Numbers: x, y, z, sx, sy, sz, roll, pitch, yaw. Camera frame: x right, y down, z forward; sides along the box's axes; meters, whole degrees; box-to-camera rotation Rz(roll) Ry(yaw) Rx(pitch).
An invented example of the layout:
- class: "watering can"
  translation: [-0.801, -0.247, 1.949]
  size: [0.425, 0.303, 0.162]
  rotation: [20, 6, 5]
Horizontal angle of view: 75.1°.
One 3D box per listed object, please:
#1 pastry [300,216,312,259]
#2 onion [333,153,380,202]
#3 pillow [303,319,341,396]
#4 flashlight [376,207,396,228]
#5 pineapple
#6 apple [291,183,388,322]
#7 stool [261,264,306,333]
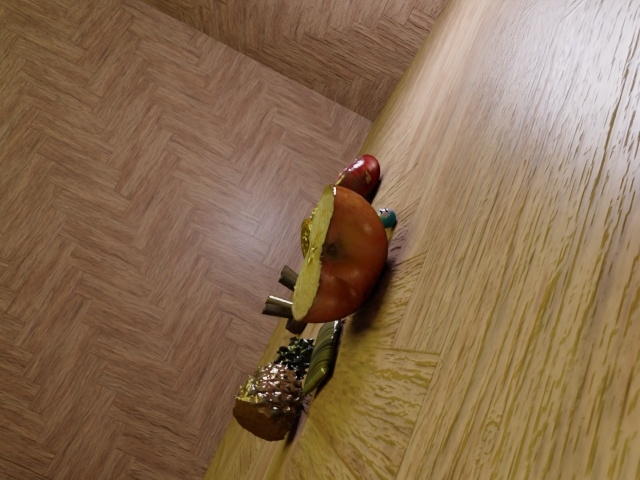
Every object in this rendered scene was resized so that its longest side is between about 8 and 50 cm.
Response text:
- class: "pastry"
  translation: [0.000, 0.000, 1.826]
  size: [0.235, 0.132, 0.240]
  rotation: [-150, 54, -67]
- class: "onion"
  translation: [0.135, -0.218, 1.602]
  size: [0.248, 0.161, 0.248]
  rotation: [-53, 12, 17]
- class: "pillow"
  translation: [0.009, 0.257, 0.972]
  size: [0.113, 0.038, 0.203]
  rotation: [-57, 8, 37]
- class: "flashlight"
  translation: [0.156, -0.054, 1.029]
  size: [0.051, 0.051, 0.129]
  rotation: [-63, -1, 4]
- class: "pineapple"
  translation: [-0.086, 0.341, 1.030]
  size: [0.278, 0.158, 0.157]
  rotation: [-50, -7, -46]
- class: "apple"
  translation: [0.055, 0.040, 0.880]
  size: [0.251, 0.163, 0.292]
  rotation: [-178, 101, -77]
- class: "stool"
  translation: [-0.114, 0.236, 1.734]
  size: [0.272, 0.179, 0.272]
  rotation: [-62, 5, 10]
